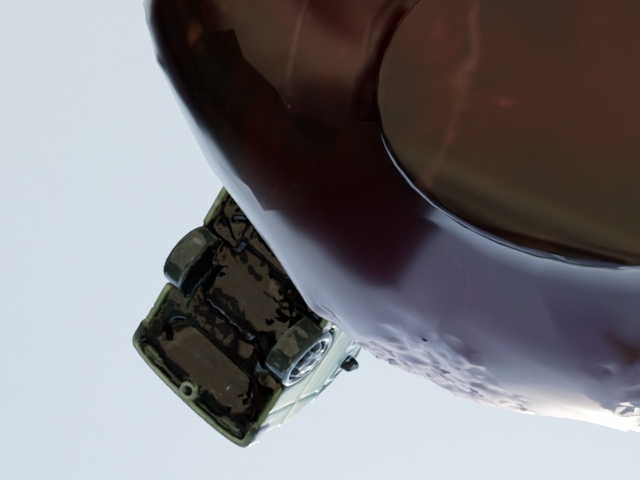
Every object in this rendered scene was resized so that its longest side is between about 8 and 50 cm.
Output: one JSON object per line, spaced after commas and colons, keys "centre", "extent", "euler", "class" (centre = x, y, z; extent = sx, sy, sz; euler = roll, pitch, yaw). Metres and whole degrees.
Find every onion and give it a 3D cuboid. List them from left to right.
{"centre": [0.142, -0.091, 0.605], "extent": [0.398, 0.420, 0.399], "euler": [-7, -113, 18], "class": "onion"}

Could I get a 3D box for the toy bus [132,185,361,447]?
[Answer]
{"centre": [0.000, 0.000, 0.967], "extent": [0.133, 0.276, 0.164], "euler": [41, -155, 19], "class": "toy bus"}
